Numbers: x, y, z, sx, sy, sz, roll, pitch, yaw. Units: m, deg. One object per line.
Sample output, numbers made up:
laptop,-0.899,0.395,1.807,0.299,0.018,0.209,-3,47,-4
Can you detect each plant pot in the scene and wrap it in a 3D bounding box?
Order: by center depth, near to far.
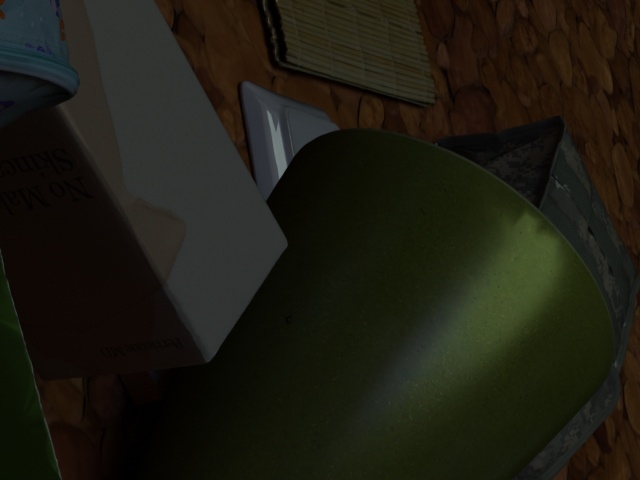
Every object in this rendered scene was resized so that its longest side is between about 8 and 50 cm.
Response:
plant pot,0.009,0.121,1.166,0.293,0.275,0.274,-51,122,-31

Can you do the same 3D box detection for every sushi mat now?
sushi mat,0.025,-0.216,1.640,0.316,0.019,0.151,6,68,-61

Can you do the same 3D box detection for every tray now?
tray,0.000,0.000,1.459,0.145,0.030,0.270,13,63,-58

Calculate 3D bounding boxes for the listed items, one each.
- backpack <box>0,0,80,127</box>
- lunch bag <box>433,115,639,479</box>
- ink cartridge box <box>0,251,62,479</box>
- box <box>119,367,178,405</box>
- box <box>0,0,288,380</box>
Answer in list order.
backpack,-0.245,-0.081,0.803,0.225,0.254,0.191,4,71,-62
lunch bag,0.180,0.065,1.614,0.235,0.169,0.287,58,38,-33
ink cartridge box,-0.214,0.145,0.792,0.097,0.189,0.255,-7,80,-68
box,-0.132,0.037,1.195,0.136,0.028,0.081,63,29,-13
box,-0.162,-0.074,1.017,0.311,0.148,0.121,61,39,-26
